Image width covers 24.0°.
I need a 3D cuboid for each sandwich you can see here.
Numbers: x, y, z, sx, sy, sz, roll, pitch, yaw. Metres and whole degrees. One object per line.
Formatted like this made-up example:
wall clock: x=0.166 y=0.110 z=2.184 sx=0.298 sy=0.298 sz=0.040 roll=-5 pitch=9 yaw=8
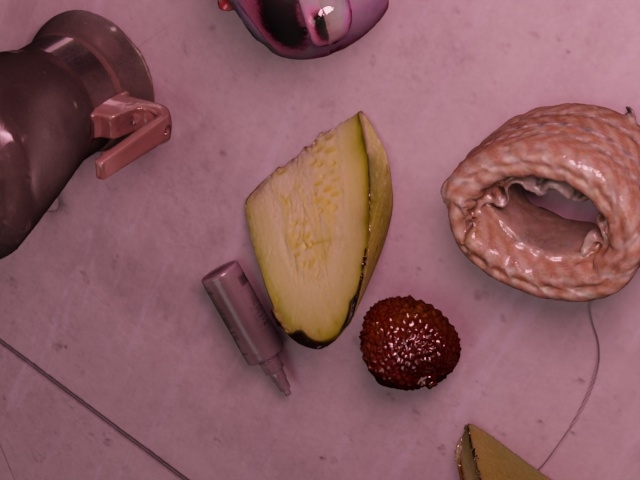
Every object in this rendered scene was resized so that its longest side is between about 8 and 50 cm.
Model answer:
sandwich: x=0.284 y=0.358 z=1.896 sx=0.212 sy=0.245 sz=0.063 roll=16 pitch=126 yaw=-19

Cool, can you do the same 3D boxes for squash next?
squash: x=0.000 y=0.000 z=1.848 sx=0.204 sy=0.155 sz=0.237 roll=50 pitch=131 yaw=-5

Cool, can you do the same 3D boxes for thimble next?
thimble: x=0.267 y=-0.044 z=1.666 sx=0.229 sy=0.148 sz=0.196 roll=-5 pitch=115 yaw=36

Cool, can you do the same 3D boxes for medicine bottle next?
medicine bottle: x=-0.090 y=0.125 z=2.030 sx=0.057 sy=0.057 sz=0.199 roll=-19 pitch=105 yaw=37

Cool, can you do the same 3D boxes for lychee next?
lychee: x=0.107 y=0.128 z=1.874 sx=0.129 sy=0.123 sz=0.123 roll=53 pitch=130 yaw=7

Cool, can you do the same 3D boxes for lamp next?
lamp: x=-0.013 y=-0.354 z=1.646 sx=0.247 sy=0.247 sz=0.301 roll=-18 pitch=96 yaw=-4

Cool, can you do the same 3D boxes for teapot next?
teapot: x=-0.362 y=-0.137 z=1.866 sx=0.300 sy=0.344 sz=0.253 roll=16 pitch=124 yaw=23
